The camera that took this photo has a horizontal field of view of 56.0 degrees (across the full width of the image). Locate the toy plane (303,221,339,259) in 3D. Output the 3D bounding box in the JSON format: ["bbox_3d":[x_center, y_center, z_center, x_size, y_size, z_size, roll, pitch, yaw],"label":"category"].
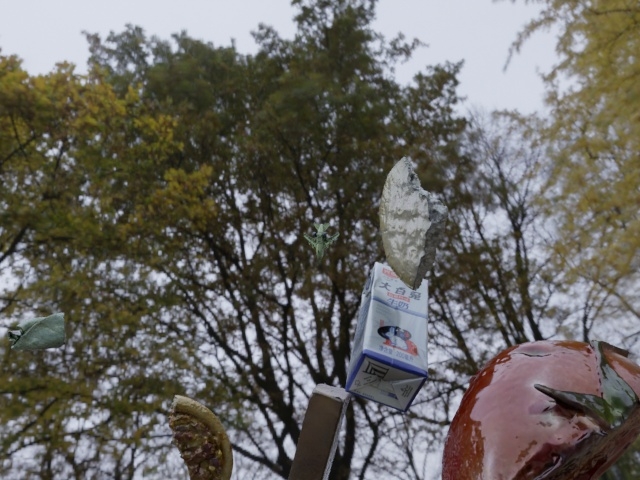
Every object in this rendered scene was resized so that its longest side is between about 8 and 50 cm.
[{"bbox_3d":[0.000,0.000,1.688,0.102,0.111,0.040,-2,-25,18],"label":"toy plane"}]

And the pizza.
[{"bbox_3d":[-0.256,0.447,1.300,0.127,0.247,0.058,-12,3,-10],"label":"pizza"}]

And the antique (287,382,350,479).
[{"bbox_3d":[-0.006,0.503,1.481,0.087,0.093,0.310,17,-79,15],"label":"antique"}]

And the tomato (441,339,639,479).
[{"bbox_3d":[0.249,0.231,0.740,0.308,0.170,0.309,-20,-40,-18],"label":"tomato"}]

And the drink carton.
[{"bbox_3d":[0.141,0.177,1.199,0.130,0.315,0.107,21,-58,-1],"label":"drink carton"}]

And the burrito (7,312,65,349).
[{"bbox_3d":[-0.606,0.197,1.288,0.118,0.075,0.044,-1,-10,-41],"label":"burrito"}]

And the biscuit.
[{"bbox_3d":[0.178,-0.034,1.191,0.040,0.266,0.188,-2,-10,-31],"label":"biscuit"}]
